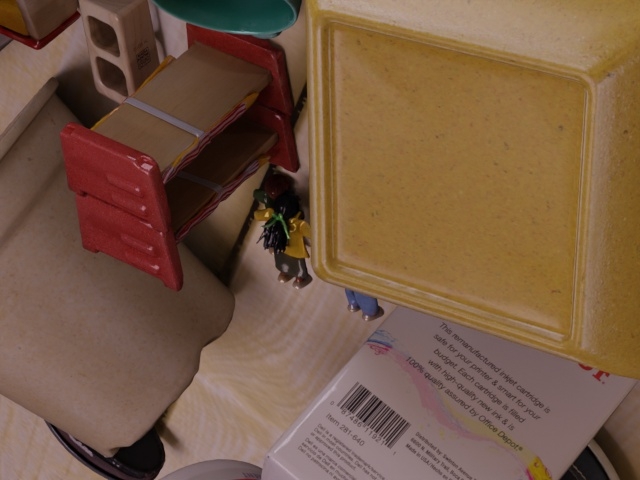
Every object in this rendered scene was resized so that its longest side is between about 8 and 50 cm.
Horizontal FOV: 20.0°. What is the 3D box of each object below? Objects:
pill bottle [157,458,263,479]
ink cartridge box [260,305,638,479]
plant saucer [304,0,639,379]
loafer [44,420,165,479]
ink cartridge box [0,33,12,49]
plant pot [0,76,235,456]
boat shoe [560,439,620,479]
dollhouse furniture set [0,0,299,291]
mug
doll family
[{"bbox_3d":[-0.026,0.389,1.637,0.408,0.229,0.229,39,153,49],"label":"pill bottle"},{"bbox_3d":[0.113,0.165,1.586,0.201,0.278,0.117,39,160,11],"label":"ink cartridge box"},{"bbox_3d":[0.113,-0.059,1.366,0.333,0.081,0.332,17,124,28],"label":"plant saucer"},{"bbox_3d":[-0.296,0.175,2.235,0.302,0.109,0.095,49,143,0],"label":"loafer"},{"bbox_3d":[-0.423,-0.193,1.921,0.092,0.160,0.219,53,146,-9],"label":"ink cartridge box"},{"bbox_3d":[-0.269,0.051,1.912,0.305,0.334,0.334,39,149,-11],"label":"plant pot"},{"bbox_3d":[0.177,0.171,1.703,0.254,0.079,0.095,47,156,-1],"label":"boat shoe"},{"bbox_3d":[-0.225,-0.132,1.726,0.374,0.201,0.152,25,142,28],"label":"dollhouse furniture set"},{"bbox_3d":[-0.076,-0.237,1.521,0.129,0.097,0.158,12,166,-10],"label":"mug"},{"bbox_3d":[0.000,0.000,1.739,0.193,0.076,0.111,19,135,28],"label":"doll family"}]
